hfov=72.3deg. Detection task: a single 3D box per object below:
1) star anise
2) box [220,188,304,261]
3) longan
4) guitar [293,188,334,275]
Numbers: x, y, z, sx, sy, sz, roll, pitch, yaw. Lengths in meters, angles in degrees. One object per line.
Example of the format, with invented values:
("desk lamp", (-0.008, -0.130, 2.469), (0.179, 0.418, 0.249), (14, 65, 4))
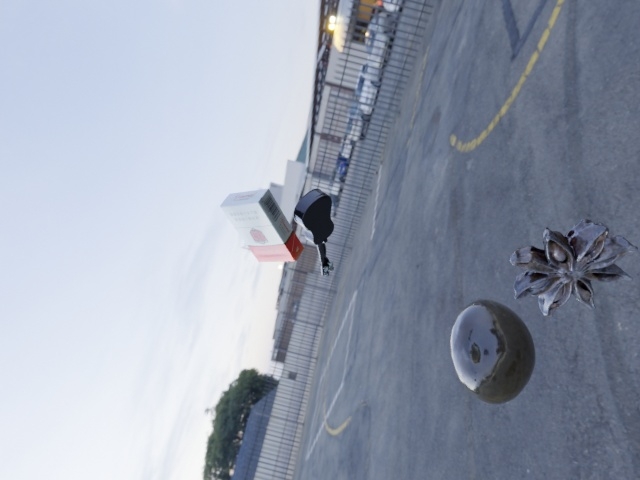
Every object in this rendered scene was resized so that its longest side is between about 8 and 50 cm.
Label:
("star anise", (0.512, 0.043, 0.915), (0.223, 0.235, 0.109), (-50, 24, 33))
("box", (-0.110, -0.025, 0.842), (0.152, 0.100, 0.048), (59, -135, -35))
("longan", (0.580, 0.371, 1.492), (0.288, 0.287, 0.351), (105, 175, -59))
("guitar", (0.002, 0.002, 0.960), (0.083, 0.038, 0.271), (-40, -35, -20))
